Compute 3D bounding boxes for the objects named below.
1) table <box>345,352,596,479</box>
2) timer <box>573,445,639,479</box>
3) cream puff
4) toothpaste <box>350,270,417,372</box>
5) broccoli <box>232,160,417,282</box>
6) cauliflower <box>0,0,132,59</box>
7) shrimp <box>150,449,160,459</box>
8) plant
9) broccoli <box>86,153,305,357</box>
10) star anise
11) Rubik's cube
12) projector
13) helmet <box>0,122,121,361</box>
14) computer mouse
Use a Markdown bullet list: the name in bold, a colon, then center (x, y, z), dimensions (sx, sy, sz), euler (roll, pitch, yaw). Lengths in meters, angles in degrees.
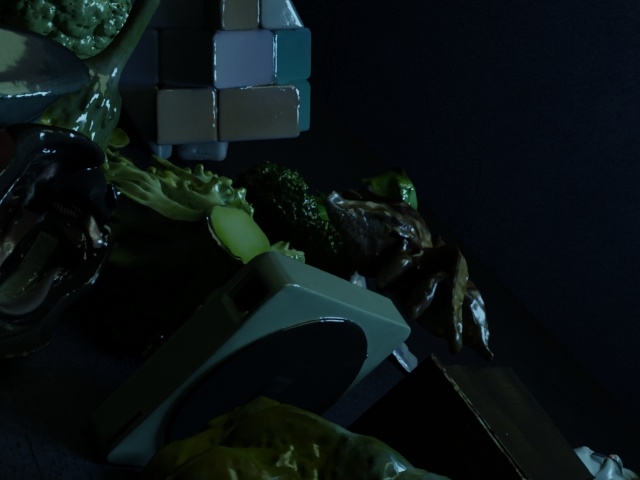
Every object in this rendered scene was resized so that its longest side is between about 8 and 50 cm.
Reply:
- **table**: center (0.149, 0.289, 1.256), dimensions (0.196, 0.250, 0.282), euler (51, 16, 23)
- **timer**: center (0.537, 0.480, 1.900), dimensions (0.315, 0.291, 0.291), euler (26, 6, 24)
- **cream puff**: center (-0.002, 0.304, 0.826), dimensions (0.378, 0.275, 0.378), euler (30, -17, 10)
- **toothpaste**: center (0.091, 0.134, 1.912), dimensions (0.282, 0.068, 0.099), euler (50, 41, -10)
- **broccoli**: center (0.000, 0.000, 1.592), dimensions (0.297, 0.297, 0.298), euler (159, -90, -78)
- **cauliflower**: center (-0.388, -0.358, 1.438), dimensions (0.275, 0.272, 0.250), euler (50, 37, -58)
- **shrimp**: center (-0.090, 0.249, 1.030), dimensions (0.180, 0.099, 0.041), euler (49, 38, -33)
- **plant**: center (-0.295, -0.145, 1.318), dimensions (0.306, 0.297, 0.261), euler (47, -19, 53)
- **broccoli**: center (-0.144, 0.003, 1.172), dimensions (0.288, 0.245, 0.248), euler (7, 69, -42)
- **star anise**: center (0.128, 0.032, 1.362), dimensions (0.292, 0.109, 0.349), euler (39, 13, 10)
- **Rubik's cube**: center (-0.200, -0.322, 1.799), dimensions (0.368, 0.358, 0.387), euler (3, 16, 4)
- **projector**: center (-0.067, 0.130, 1.065), dimensions (0.259, 0.257, 0.079), euler (25, 26, -55)
- **helmet**: center (-0.302, -0.010, 0.992), dimensions (0.154, 0.198, 0.253), euler (12, 29, 27)
- **computer mouse**: center (-0.388, -0.133, 0.993), dimensions (0.374, 0.203, 0.114), euler (-2, 77, -44)
